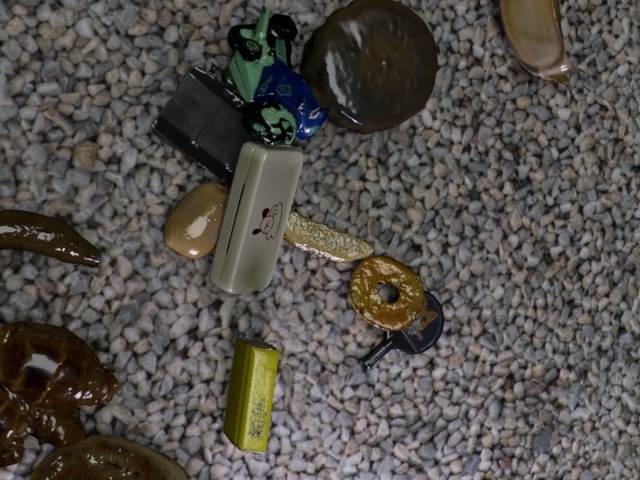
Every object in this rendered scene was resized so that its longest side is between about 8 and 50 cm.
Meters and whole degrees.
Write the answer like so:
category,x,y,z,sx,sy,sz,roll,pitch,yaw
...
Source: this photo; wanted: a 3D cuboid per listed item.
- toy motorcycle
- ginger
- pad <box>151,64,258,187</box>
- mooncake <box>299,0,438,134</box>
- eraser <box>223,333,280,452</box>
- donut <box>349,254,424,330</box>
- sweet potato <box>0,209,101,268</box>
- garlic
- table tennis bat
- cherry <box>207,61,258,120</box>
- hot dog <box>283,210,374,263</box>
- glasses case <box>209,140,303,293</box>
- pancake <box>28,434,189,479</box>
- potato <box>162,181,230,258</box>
category,x,y,z,sx,sy,sz,roll,pitch,yaw
toy motorcycle,-0.088,-0.319,1.629,0.196,0.125,0.331,7,53,-29
ginger,-0.574,0.293,1.542,0.357,0.152,0.274,-18,96,-15
pad,-0.216,-0.232,1.666,0.233,0.022,0.174,35,103,-3
mooncake,0.100,-0.374,1.749,0.290,0.161,0.290,-1,93,-20
eraser,-0.145,0.320,1.681,0.069,0.158,0.226,8,89,-20
donut,0.142,0.120,1.812,0.178,0.065,0.162,39,72,-4
sweet potato,-0.571,-0.004,1.584,0.285,0.085,0.112,12,121,-29
garlic,0.509,-0.493,1.869,0.151,0.196,0.338,-10,97,-2
table tennis bat,0.188,0.213,1.859,0.236,0.027,0.150,-39,100,-16
cherry,-0.163,-0.281,1.713,0.225,0.090,0.107,35,117,7
hot dog,0.000,0.000,1.763,0.242,0.084,0.073,21,88,-18
glasses case,-0.132,-0.047,1.651,0.131,0.070,0.313,-5,116,-53
pancake,-0.420,0.546,1.555,0.356,0.065,0.356,1,67,-1
potato,-0.247,-0.041,1.668,0.118,0.109,0.178,39,79,9
